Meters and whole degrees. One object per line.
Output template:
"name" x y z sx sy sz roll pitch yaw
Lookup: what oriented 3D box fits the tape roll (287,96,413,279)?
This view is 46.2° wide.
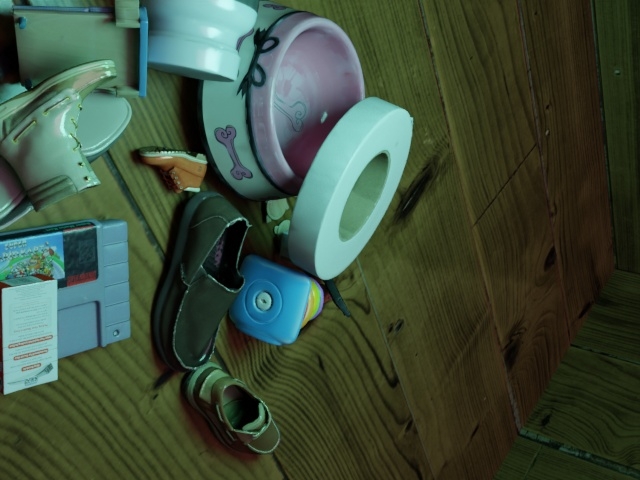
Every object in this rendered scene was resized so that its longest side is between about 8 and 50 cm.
"tape roll" 0.067 -0.105 1.545 0.392 0.072 0.392 -52 158 -30

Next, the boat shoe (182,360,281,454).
"boat shoe" -0.170 0.381 1.614 0.123 0.119 0.324 -58 138 -21

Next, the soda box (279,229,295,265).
"soda box" 0.000 0.000 1.729 0.216 0.073 0.069 -19 124 -53

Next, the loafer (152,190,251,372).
"loafer" -0.224 0.093 1.448 0.133 0.130 0.366 -4 108 -50

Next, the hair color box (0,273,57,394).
"hair color box" -0.460 0.142 1.160 0.093 0.053 0.167 -10 107 -50

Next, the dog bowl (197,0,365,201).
"dog bowl" -0.056 -0.273 1.509 0.408 0.150 0.408 -20 114 -53

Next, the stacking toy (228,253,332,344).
"stacking toy" -0.055 0.128 1.685 0.302 0.175 0.166 1 107 -65

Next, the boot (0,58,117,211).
"boot" -0.364 -0.156 1.105 0.213 0.077 0.165 -32 96 -12

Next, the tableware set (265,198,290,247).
"tableware set" -0.065 -0.074 1.694 0.169 0.020 0.141 -45 132 -35

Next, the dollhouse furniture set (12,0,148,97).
"dollhouse furniture set" -0.415 -0.375 1.140 0.286 0.198 0.303 -4 136 -16

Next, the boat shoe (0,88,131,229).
"boat shoe" -0.440 -0.128 1.183 0.112 0.095 0.335 47 54 -8

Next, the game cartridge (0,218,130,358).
"game cartridge" -0.469 0.093 1.222 0.355 0.068 0.230 -14 115 -48

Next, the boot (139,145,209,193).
"boot" -0.274 -0.130 1.396 0.158 0.059 0.085 6 100 -52

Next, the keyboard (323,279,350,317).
"keyboard" 0.016 0.090 1.733 0.023 0.180 0.108 -29 134 0

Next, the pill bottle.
"pill bottle" -0.199 -0.465 1.268 0.210 0.210 0.363 3 98 -51
